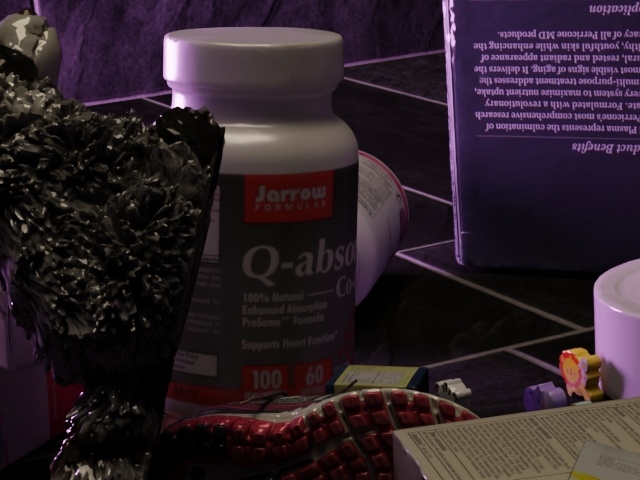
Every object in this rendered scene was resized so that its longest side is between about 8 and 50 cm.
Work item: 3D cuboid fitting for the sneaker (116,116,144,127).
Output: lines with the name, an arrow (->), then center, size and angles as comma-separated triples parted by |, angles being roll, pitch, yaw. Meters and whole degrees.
sneaker -> -0.255, 0.003, 1.884 | 0.130, 0.147, 0.330 | -5, -18, -28

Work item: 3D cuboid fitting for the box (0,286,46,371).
box -> -0.319, 0.035, 1.798 | 0.113, 0.094, 0.275 | -15, 21, -41

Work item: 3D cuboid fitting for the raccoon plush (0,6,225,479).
raccoon plush -> -0.254, 0.023, 1.558 | 0.299, 0.446, 0.216 | 12, -29, -1

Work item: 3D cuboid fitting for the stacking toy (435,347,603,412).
stacking toy -> 0.229, 0.158, 1.780 | 0.167, 0.052, 0.221 | -11, 17, -26

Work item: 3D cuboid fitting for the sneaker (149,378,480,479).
sneaker -> -0.001, 0.171, 1.656 | 0.299, 0.120, 0.112 | -1, 13, 10

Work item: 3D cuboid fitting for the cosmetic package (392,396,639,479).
cosmetic package -> 0.223, 0.200, 1.503 | 0.309, 0.113, 0.160 | -6, 15, -9

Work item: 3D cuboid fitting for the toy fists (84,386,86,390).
toy fists -> -0.300, 0.107, 2.024 | 0.279, 0.096, 0.142 | 0, 13, 20

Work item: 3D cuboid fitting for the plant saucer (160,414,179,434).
plant saucer -> -0.165, 0.185, 1.843 | 0.083, 0.015, 0.083 | -3, 15, 1

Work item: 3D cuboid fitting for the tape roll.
tape roll -> 0.409, 0.089, 1.903 | 0.286, 0.100, 0.286 | -4, 15, 1

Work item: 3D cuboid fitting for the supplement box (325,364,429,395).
supplement box -> 0.052, 0.160, 1.751 | 0.083, 0.083, 0.056 | 1, 15, 16

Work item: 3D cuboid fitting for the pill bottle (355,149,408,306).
pill bottle -> 0.000, 0.000, 2.225 | 0.160, 0.160, 0.283 | 0, 15, 14

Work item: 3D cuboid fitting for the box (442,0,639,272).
box -> 0.366, -0.243, 2.448 | 0.297, 0.471, 0.480 | 4, 16, 24

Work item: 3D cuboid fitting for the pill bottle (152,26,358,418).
pill bottle -> -0.068, -0.018, 1.881 | 0.210, 0.362, 0.210 | 1, 12, 0

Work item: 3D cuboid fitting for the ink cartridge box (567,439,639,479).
ink cartridge box -> 0.209, 0.233, 1.302 | 0.127, 0.128, 0.176 | 15, 19, 12

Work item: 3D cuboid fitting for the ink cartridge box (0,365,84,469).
ink cartridge box -> -0.394, 0.148, 1.815 | 0.226, 0.131, 0.306 | 5, 14, 24
